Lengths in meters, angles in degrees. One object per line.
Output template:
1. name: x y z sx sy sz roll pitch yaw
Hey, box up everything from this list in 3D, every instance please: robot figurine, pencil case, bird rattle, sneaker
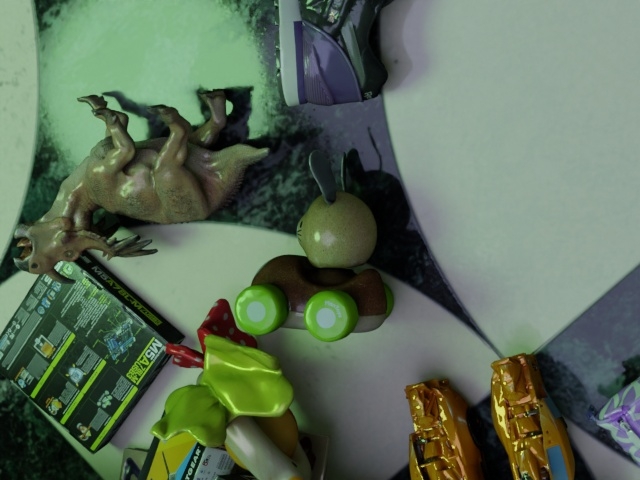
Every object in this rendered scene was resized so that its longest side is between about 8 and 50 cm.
1. robot figurine: 0.187 0.275 1.233 0.211 0.085 0.291 -21 74 25
2. pencil case: 0.366 0.226 1.192 0.206 0.088 0.086 47 115 3
3. bird rattle: -0.090 0.185 1.269 0.143 0.253 0.207 -38 95 -5
4. sneaker: 0.017 -0.280 1.207 0.124 0.107 0.283 -1 107 5

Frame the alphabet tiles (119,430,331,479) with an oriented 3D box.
1. alphabet tiles: -0.105 0.349 1.362 0.342 0.011 0.285 4 83 31

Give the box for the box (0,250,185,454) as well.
1. box: -0.285 0.129 1.434 0.184 0.045 0.191 38 112 5

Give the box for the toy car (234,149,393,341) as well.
1. toy car: 0.000 0.000 1.245 0.149 0.155 0.188 4 95 19

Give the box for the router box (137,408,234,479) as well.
1. router box: -0.166 0.293 1.343 0.046 0.133 0.179 20 93 -29

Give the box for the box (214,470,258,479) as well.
1. box: -0.027 0.481 1.230 0.318 0.097 0.395 21 95 32

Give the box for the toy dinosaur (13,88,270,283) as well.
1. toy dinosaur: -0.184 -0.056 1.313 0.295 0.127 0.200 -2 106 12
